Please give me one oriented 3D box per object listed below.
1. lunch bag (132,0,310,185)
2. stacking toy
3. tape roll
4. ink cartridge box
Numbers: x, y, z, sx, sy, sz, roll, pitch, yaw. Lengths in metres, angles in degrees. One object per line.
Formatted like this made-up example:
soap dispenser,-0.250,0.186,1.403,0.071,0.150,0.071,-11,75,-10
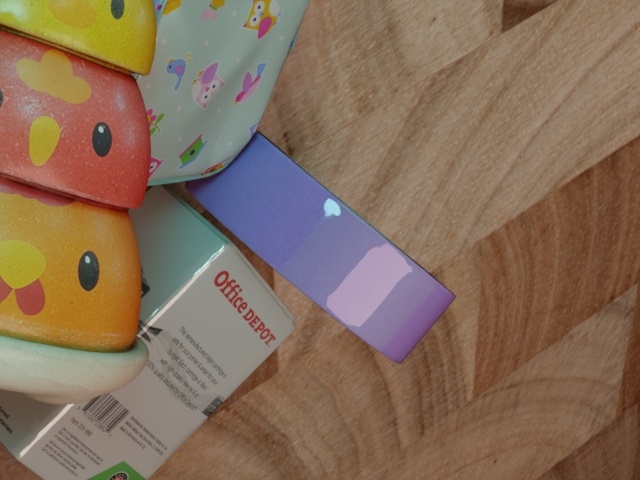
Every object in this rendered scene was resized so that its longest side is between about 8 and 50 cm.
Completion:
lunch bag,-0.124,-0.184,1.599,0.224,0.108,0.279,-11,132,-51
stacking toy,-0.243,-0.145,1.404,0.350,0.350,0.480,12,97,-55
tape roll,0.000,0.000,1.800,0.090,0.275,0.275,-50,148,1
ink cartridge box,-0.188,0.114,1.837,0.289,0.121,0.211,-45,148,-7
